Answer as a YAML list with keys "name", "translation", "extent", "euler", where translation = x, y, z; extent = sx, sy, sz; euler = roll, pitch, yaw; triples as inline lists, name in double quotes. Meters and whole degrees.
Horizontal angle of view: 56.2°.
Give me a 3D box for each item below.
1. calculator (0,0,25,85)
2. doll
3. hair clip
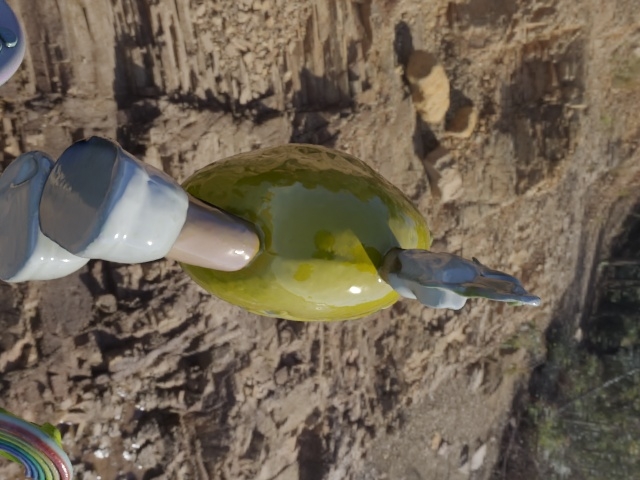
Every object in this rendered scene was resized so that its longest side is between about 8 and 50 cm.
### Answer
- name: "calculator"
  translation: [-0.393, -0.182, 0.509]
  extent: [0.185, 0.041, 0.299]
  euler: [51, 36, -7]
- name: "doll"
  translation: [-0.036, -0.006, 0.493]
  extent: [0.348, 0.424, 0.161]
  euler: [-152, -108, -72]
- name: "hair clip"
  translation: [-0.279, 0.138, 0.487]
  extent: [0.060, 0.188, 0.033]
  euler: [-53, -179, 32]
